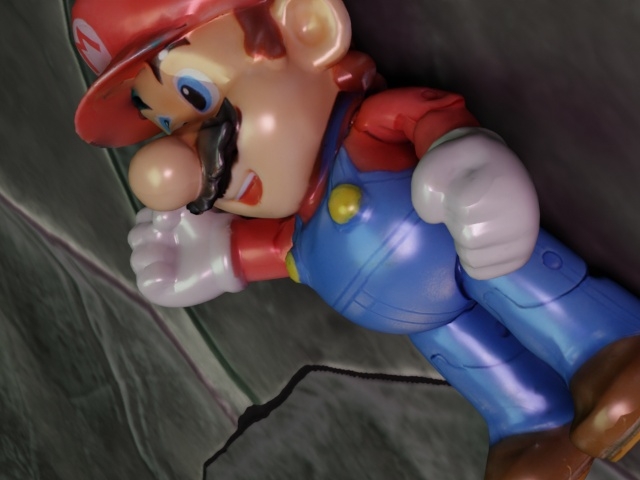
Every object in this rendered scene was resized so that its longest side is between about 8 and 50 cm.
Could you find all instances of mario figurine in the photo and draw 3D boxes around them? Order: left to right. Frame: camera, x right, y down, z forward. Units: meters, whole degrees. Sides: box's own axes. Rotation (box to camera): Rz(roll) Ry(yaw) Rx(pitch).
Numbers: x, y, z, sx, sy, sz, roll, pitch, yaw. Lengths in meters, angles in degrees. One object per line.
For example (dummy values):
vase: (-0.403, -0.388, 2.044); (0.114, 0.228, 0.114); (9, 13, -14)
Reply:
mario figurine: (0.000, 0.000, 0.757); (0.320, 0.170, 0.198); (43, 107, 8)
